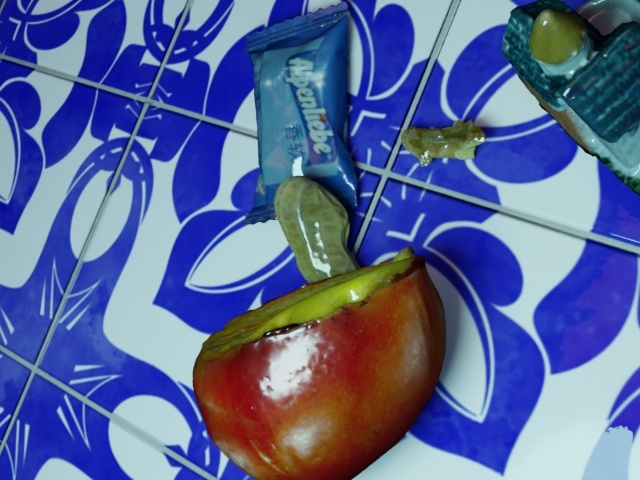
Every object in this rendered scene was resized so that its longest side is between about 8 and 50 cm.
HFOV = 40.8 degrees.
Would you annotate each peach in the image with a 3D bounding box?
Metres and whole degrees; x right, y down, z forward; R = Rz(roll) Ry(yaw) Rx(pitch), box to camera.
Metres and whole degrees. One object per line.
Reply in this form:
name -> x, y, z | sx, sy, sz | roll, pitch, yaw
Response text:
peach -> 0.006, 0.135, 1.043 | 0.281, 0.281, 0.338 | 41, 111, 32

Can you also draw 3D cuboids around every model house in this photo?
model house -> 0.321, -0.201, 0.958 | 0.184, 0.291, 0.253 | -44, 59, 18

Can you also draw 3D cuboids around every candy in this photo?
candy -> -0.035, -0.190, 1.286 | 0.187, 0.077, 0.331 | -10, 74, 21

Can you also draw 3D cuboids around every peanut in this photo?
peanut -> 0.000, 0.000, 1.188 | 0.093, 0.083, 0.194 | -26, 91, -18

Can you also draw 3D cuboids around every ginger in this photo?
ginger -> 0.169, -0.133, 1.170 | 0.137, 0.044, 0.057 | 1, 106, 36
